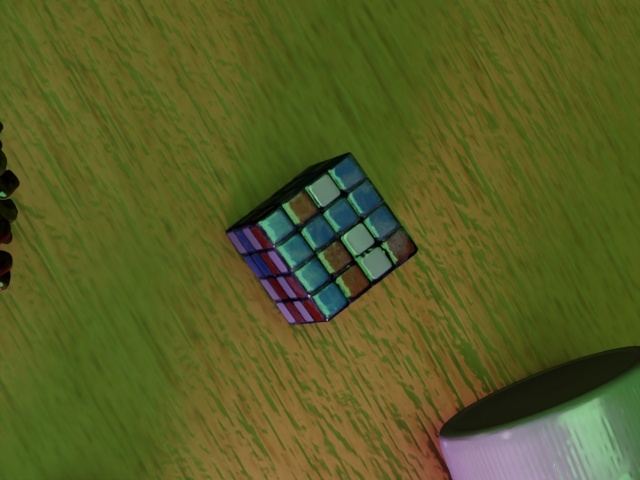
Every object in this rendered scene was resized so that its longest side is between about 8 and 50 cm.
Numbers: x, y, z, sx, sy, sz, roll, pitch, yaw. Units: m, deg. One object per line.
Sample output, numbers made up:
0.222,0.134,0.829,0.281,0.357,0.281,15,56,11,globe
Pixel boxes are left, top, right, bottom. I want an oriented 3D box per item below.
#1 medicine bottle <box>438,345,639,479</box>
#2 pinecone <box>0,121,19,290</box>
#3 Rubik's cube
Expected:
0.229,0.266,1.278,0.208,0.208,0.340,-23,93,-18,medicine bottle
-0.291,-0.016,1.146,0.207,0.208,0.208,1,85,-18,pinecone
0.000,0.000,1.286,0.092,0.092,0.092,-37,97,-16,Rubik's cube
